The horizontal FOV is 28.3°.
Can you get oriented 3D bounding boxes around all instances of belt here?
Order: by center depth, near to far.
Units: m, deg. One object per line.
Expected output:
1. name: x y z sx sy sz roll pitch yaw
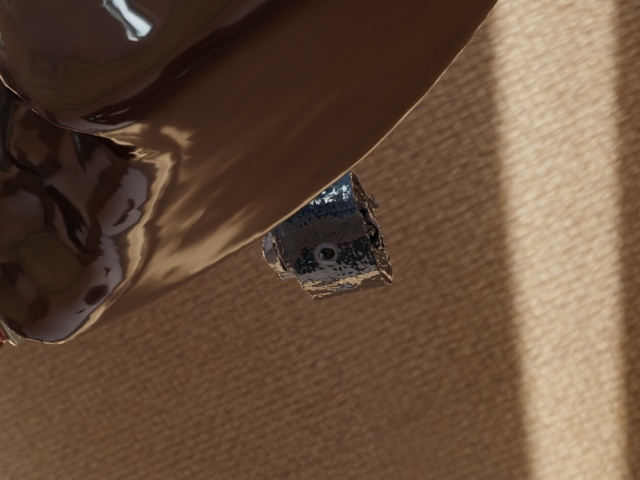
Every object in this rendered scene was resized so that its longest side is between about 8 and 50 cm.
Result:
1. belt: 0.001 0.000 1.360 0.129 0.218 0.122 -14 75 6

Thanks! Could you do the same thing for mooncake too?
1. mooncake: -0.066 -0.104 0.582 0.334 0.326 0.174 -38 82 3

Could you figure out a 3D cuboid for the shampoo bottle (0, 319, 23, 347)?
1. shampoo bottle: -0.387 0.076 1.635 0.071 0.153 0.284 41 82 19
